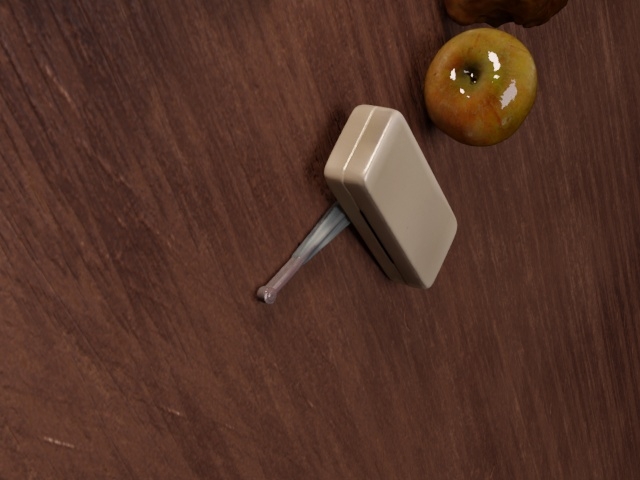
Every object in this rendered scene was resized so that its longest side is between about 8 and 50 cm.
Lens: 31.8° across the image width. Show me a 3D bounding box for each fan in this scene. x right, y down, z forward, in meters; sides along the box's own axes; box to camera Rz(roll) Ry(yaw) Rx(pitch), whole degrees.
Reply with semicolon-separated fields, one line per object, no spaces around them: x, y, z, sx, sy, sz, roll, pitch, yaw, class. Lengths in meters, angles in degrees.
0.000;0.000;1.566;0.282;0.023;0.057;-49;141;-35;fan

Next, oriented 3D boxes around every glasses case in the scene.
0.109;-0.057;1.631;0.131;0.070;0.313;-64;146;-20;glasses case

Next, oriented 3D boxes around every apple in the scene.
0.245;-0.231;1.708;0.155;0.182;0.182;33;72;-68;apple

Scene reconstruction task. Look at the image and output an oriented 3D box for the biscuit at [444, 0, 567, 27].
0.368;-0.516;1.706;0.395;0.166;0.343;-44;162;-36;biscuit
